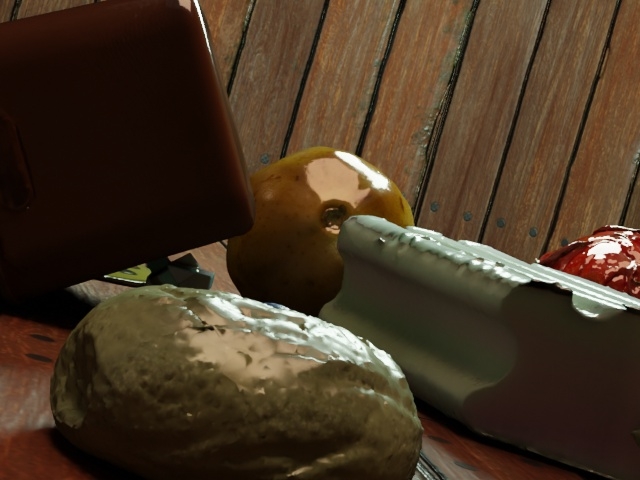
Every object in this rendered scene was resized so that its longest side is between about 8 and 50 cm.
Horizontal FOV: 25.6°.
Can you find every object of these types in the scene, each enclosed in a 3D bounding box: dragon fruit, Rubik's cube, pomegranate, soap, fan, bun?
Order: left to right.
[{"bbox_3d":[-0.296,0.015,1.679,0.229,0.011,0.335,15,5,-12],"label":"fan"},{"bbox_3d":[-0.133,0.048,1.358,0.084,0.073,0.075,13,5,-19],"label":"Rubik's cube"},{"bbox_3d":[-0.048,0.085,0.821,0.221,0.108,0.221,16,4,-1],"label":"bun"},{"bbox_3d":[-0.001,-0.001,1.617,0.233,0.233,0.233,16,3,-1],"label":"pomegranate"},{"bbox_3d":[0.203,0.102,1.353,0.261,0.156,0.446,15,3,-26],"label":"soap"},{"bbox_3d":[0.357,0.095,1.677,0.241,0.241,0.252,17,19,16],"label":"dragon fruit"}]

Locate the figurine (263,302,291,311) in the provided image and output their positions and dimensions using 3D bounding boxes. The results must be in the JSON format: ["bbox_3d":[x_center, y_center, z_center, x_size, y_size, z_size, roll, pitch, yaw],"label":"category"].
[{"bbox_3d":[-0.053,0.091,1.188,0.079,0.077,0.136,34,-9,1],"label":"figurine"}]

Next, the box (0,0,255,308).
[{"bbox_3d":[-0.194,-0.092,1.309,0.229,0.239,0.339,-14,5,-1],"label":"box"}]
